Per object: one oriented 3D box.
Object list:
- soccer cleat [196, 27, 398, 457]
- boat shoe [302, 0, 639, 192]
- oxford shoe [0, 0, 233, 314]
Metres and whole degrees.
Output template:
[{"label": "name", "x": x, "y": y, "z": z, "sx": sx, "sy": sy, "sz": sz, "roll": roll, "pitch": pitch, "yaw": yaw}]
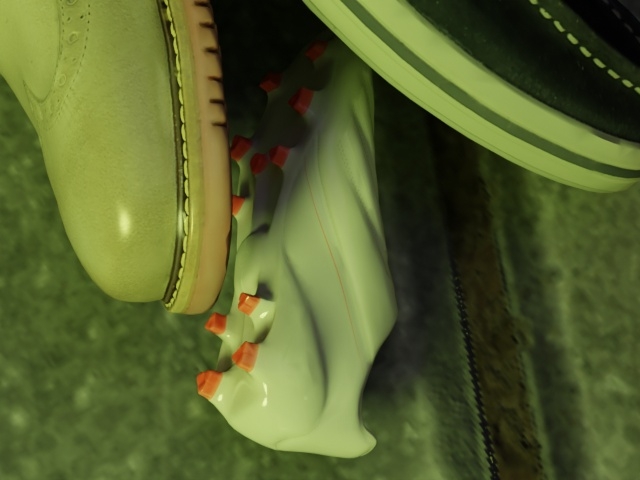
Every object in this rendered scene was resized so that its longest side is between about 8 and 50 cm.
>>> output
[{"label": "soccer cleat", "x": 0.000, "y": 0.000, "z": 0.766, "sx": 0.076, "sy": 0.068, "sz": 0.196, "roll": 26, "pitch": 56, "yaw": -26}, {"label": "boat shoe", "x": 0.011, "y": -0.212, "z": 0.731, "sx": 0.500, "sy": 0.156, "sz": 0.187, "roll": 47, "pitch": 18, "yaw": -23}, {"label": "oxford shoe", "x": -0.150, "y": -0.129, "z": 0.735, "sx": 0.147, "sy": 0.140, "sz": 0.397, "roll": -14, "pitch": 60, "yaw": -23}]
